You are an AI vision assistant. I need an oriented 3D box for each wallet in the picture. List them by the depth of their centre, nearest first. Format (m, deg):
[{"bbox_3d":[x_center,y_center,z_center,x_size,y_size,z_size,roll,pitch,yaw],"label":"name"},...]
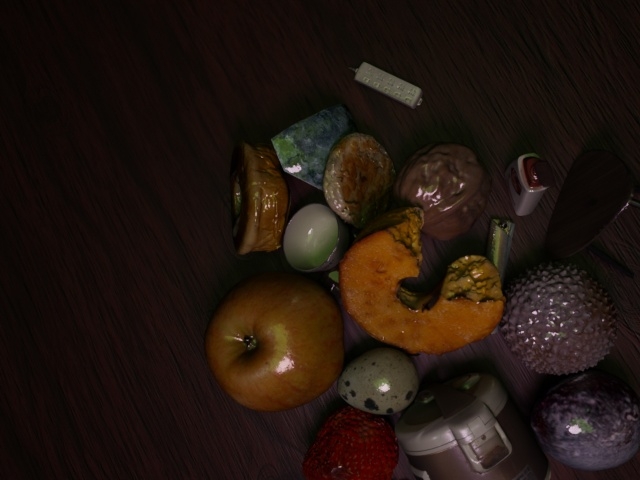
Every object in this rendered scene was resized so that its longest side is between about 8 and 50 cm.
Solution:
[{"bbox_3d":[0.079,0.077,1.430,0.124,0.042,0.230,27,91,17],"label":"wallet"}]

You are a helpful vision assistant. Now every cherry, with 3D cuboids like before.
[{"bbox_3d":[0.681,0.455,1.198,0.296,0.218,0.255,-11,122,-14],"label":"cherry"}]

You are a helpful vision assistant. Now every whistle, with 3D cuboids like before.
[{"bbox_3d":[0.493,0.102,1.342,0.067,0.057,0.327,10,89,9],"label":"whistle"}]

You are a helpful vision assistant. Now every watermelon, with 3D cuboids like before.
[{"bbox_3d":[0.002,-0.250,1.430,0.320,0.213,0.290,-46,118,-31],"label":"watermelon"}]

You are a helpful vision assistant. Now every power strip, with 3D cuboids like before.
[{"bbox_3d":[0.194,-0.478,1.436,0.252,0.027,0.060,29,93,10],"label":"power strip"}]

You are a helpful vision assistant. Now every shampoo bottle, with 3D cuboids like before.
[{"bbox_3d":[0.545,-0.156,1.228,0.071,0.284,0.153,-12,84,12],"label":"shampoo bottle"}]

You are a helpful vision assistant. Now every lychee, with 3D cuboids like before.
[{"bbox_3d":[0.604,0.203,1.209,0.299,0.300,0.300,0,88,11],"label":"lychee"}]

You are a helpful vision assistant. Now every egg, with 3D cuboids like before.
[{"bbox_3d":[0.157,0.387,1.296,0.227,0.177,0.177,-10,86,2],"label":"egg"}]

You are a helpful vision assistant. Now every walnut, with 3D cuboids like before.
[{"bbox_3d":[0.334,-0.134,1.294,0.227,0.273,0.273,36,95,41],"label":"walnut"}]

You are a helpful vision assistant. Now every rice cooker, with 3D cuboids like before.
[{"bbox_3d":[0.375,0.521,1.211,0.335,0.335,0.326,-31,85,8],"label":"rice cooker"}]

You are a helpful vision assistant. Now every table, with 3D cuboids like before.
[{"bbox_3d":[0.792,-0.071,1.220,0.248,0.317,0.318,20,92,-2],"label":"table"}]

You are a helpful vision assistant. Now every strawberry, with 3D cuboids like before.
[{"bbox_3d":[0.088,0.586,1.284,0.238,0.288,0.250,24,85,16],"label":"strawberry"}]

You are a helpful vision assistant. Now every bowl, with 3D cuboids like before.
[{"bbox_3d":[0.000,0.000,1.394,0.211,0.112,0.212,-11,72,35],"label":"bowl"}]

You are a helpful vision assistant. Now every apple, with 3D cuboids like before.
[{"bbox_3d":[-0.124,0.279,1.314,0.399,0.333,0.401,0,88,9],"label":"apple"}]

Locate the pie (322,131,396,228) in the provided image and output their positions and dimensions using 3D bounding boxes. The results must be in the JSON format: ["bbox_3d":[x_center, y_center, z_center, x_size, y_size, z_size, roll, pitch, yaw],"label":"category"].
[{"bbox_3d":[0.114,-0.171,1.345,0.055,0.274,0.275,-1,87,53],"label":"pie"}]

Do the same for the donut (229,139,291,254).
[{"bbox_3d":[-0.180,-0.123,1.377,0.159,0.330,0.331,-2,87,-15],"label":"donut"}]

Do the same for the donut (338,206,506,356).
[{"bbox_3d":[0.243,0.115,1.263,0.435,0.164,0.377,36,131,-11],"label":"donut"}]
